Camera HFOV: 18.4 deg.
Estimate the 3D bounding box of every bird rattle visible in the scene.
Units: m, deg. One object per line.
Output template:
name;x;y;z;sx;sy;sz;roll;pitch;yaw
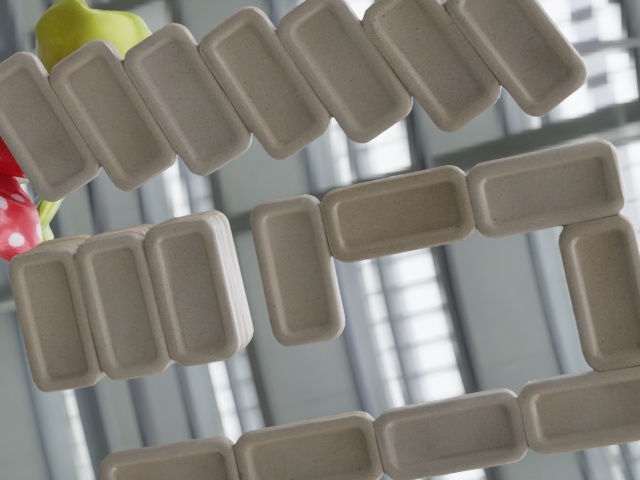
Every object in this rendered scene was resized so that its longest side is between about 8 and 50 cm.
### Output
bird rattle;-0.197;-0.064;1.010;0.207;0.253;0.143;31;-73;9

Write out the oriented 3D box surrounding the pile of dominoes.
pile of dominoes;0.000;0.000;0.785;0.251;0.040;0.196;-11;-82;12
